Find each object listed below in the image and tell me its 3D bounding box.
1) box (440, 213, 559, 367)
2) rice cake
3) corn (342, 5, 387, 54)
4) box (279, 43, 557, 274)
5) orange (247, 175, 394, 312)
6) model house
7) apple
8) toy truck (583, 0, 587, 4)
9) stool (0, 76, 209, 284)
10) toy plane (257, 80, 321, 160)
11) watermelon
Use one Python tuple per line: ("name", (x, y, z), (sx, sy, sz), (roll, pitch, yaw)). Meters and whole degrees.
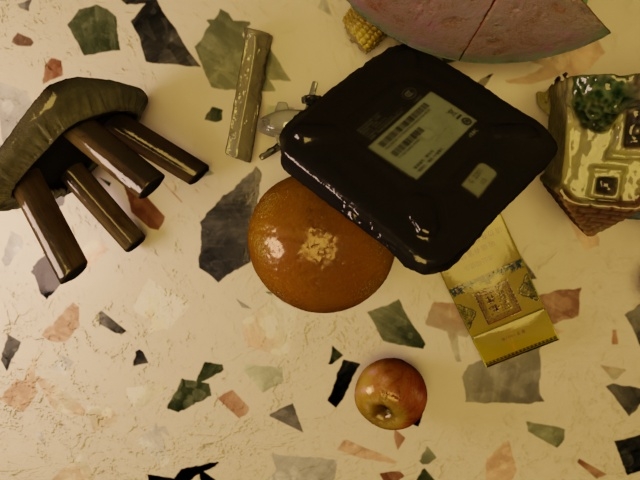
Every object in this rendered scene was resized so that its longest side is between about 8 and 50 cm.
("box", (0.339, 0.099, 1.035), (0.153, 0.041, 0.279), (-26, 95, 10))
("rice cake", (-0.141, -0.282, 1.029), (0.057, 0.052, 0.256), (7, 103, -23))
("corn", (0.139, -0.453, 0.937), (0.093, 0.093, 0.244), (41, 104, -1))
("box", (0.156, -0.152, 0.847), (0.350, 0.091, 0.359), (39, 67, 21))
("orange", (0.000, 0.000, 0.948), (0.274, 0.274, 0.274), (1, 100, 8))
("model house", (0.527, -0.136, 0.856), (0.321, 0.261, 0.266), (4, 103, 13))
("apple", (0.144, 0.306, 1.060), (0.146, 0.146, 0.146), (1, 100, 8))
("toy truck", (0.399, -0.427, 0.921), (0.154, 0.078, 0.080), (6, 109, -6))
("stool", (-0.409, -0.113, 0.966), (0.226, 0.310, 0.310), (45, 105, -2))
("toy plane", (0.019, -0.211, 0.987), (0.273, 0.107, 0.182), (16, 89, 8))
("watermelon", (0.246, -0.436, 0.814), (0.319, 0.292, 0.222), (2, 79, 45))
